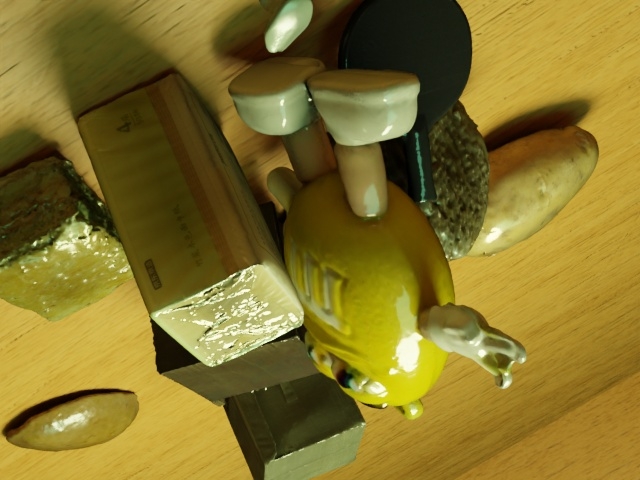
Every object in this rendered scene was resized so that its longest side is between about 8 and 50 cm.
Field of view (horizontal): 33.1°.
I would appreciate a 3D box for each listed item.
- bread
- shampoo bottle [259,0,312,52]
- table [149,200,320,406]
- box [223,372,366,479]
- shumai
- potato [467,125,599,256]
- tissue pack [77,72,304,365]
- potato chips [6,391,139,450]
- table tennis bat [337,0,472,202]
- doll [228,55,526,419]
[{"bbox_3d":[-0.269,0.008,1.094,0.138,0.102,0.196,-25,155,0],"label":"bread"},{"bbox_3d":[-0.059,-0.225,0.755,0.065,0.205,0.065,-21,154,-11],"label":"shampoo bottle"},{"bbox_3d":[-0.092,0.081,1.289,0.169,0.173,0.193,-16,157,11],"label":"table"},{"bbox_3d":[-0.057,0.208,1.502,0.148,0.231,0.155,-19,152,-16],"label":"box"},{"bbox_3d":[0.095,-0.074,1.248,0.153,0.210,0.161,-8,-170,46],"label":"shumai"},{"bbox_3d":[0.261,-0.072,1.433,0.234,0.128,0.161,-41,167,16],"label":"potato"},{"bbox_3d":[-0.124,-0.019,1.032,0.125,0.234,0.159,-27,153,2],"label":"tissue pack"},{"bbox_3d":[-0.347,0.272,1.555,0.150,0.049,0.201,-35,159,25],"label":"potato chips"},{"bbox_3d":[0.093,-0.148,1.104,0.150,0.027,0.236,-18,117,-17],"label":"table tennis bat"},{"bbox_3d":[0.051,0.003,1.070,0.161,0.423,0.348,-30,-175,-22],"label":"doll"}]
